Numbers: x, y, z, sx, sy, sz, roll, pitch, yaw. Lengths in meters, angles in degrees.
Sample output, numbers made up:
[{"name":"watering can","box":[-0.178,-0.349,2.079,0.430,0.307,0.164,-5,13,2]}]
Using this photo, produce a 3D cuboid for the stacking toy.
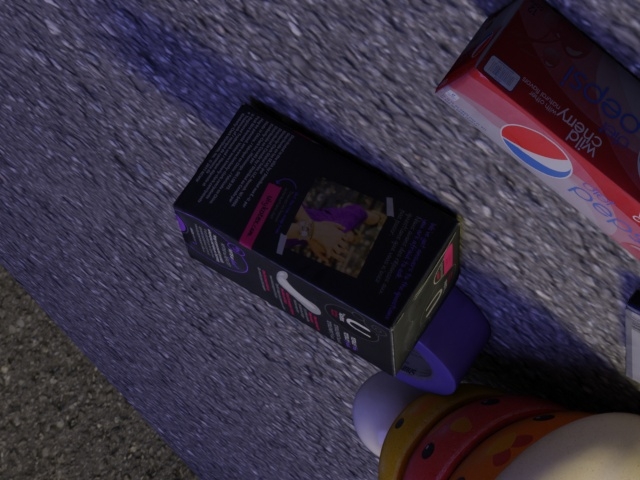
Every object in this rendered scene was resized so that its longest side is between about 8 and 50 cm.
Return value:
[{"name":"stacking toy","box":[0.177,0.285,2.144,0.480,0.350,0.350,32,167,52]}]

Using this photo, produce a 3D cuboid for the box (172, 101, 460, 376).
[{"name":"box","box":[0.000,0.000,1.930,0.270,0.143,0.165,30,164,14]}]

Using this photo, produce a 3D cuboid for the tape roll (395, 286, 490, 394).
[{"name":"tape roll","box":[0.096,0.091,2.101,0.189,0.080,0.189,32,162,12]}]

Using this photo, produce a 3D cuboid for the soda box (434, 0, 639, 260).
[{"name":"soda box","box":[0.224,-0.073,1.430,0.263,0.083,0.092,39,162,-9]}]

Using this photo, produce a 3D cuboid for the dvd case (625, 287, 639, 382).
[{"name":"dvd case","box":[0.402,0.143,1.755,0.239,0.029,0.179,29,162,21]}]
